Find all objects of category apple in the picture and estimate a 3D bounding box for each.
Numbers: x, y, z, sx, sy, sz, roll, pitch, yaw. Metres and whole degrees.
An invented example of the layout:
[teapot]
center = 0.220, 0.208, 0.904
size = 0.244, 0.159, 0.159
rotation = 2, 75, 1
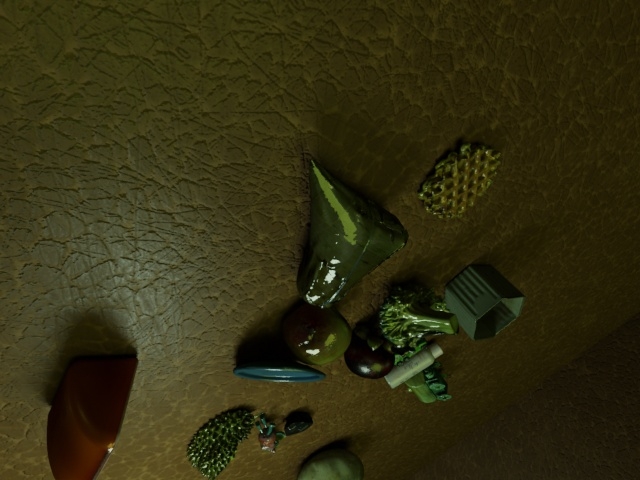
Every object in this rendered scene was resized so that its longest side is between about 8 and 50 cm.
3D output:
[apple]
center = -0.010, 0.285, 1.230
size = 0.188, 0.174, 0.207
rotation = -38, 120, 1

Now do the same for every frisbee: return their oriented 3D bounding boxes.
[frisbee]
center = -0.128, 0.404, 1.275
size = 0.289, 0.049, 0.289
rotation = 2, 155, 1

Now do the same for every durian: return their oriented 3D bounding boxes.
[durian]
center = -0.370, 0.739, 1.483
size = 0.355, 0.157, 0.169
rotation = -52, 168, 19

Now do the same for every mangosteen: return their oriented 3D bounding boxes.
[mangosteen]
center = 0.177, 0.383, 1.414
size = 0.200, 0.200, 0.200
rotation = -15, 133, -17

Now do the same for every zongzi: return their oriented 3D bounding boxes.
[zongzi]
center = 0.000, 0.000, 0.985
size = 0.323, 0.160, 0.360
rotation = -47, 135, 12

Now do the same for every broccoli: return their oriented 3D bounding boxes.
[broccoli]
center = 0.332, 0.267, 1.327
size = 0.263, 0.243, 0.247
rotation = 26, 71, -42

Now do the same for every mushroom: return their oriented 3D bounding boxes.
[mushroom]
center = 0.051, 1.166, 1.949
size = 0.352, 0.260, 0.352
rotation = -19, 139, -18

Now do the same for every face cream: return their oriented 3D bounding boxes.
[face cream]
center = 0.393, 0.519, 1.709
size = 0.269, 0.082, 0.082
rotation = -33, 136, -1

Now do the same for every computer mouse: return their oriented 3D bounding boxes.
[computer mouse]
center = -0.093, 0.746, 1.655
size = 0.099, 0.057, 0.172
rotation = -44, 146, 8

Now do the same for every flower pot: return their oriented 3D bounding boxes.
[flower pot]
center = 0.594, 0.224, 1.490
size = 0.239, 0.189, 0.209
rotation = -45, 134, 11

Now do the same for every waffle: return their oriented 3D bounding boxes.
[waffle]
center = 0.399, -0.166, 1.148
size = 0.243, 0.059, 0.238
rotation = 10, 119, -38

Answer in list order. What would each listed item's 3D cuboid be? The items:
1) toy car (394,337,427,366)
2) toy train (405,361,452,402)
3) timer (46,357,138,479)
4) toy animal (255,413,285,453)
[toy car]
center = 0.342, 0.427, 1.611
size = 0.165, 0.071, 0.062
rotation = -34, 122, 2
[toy train]
center = 0.498, 0.655, 1.879
size = 0.189, 0.126, 0.307
rotation = -10, 142, 24
[timer]
center = -0.564, 0.459, 1.002
size = 0.161, 0.250, 0.257
rotation = 16, 118, -38
[toy animal]
center = -0.193, 0.756, 1.578
size = 0.103, 0.100, 0.208
rotation = -19, 130, -16
